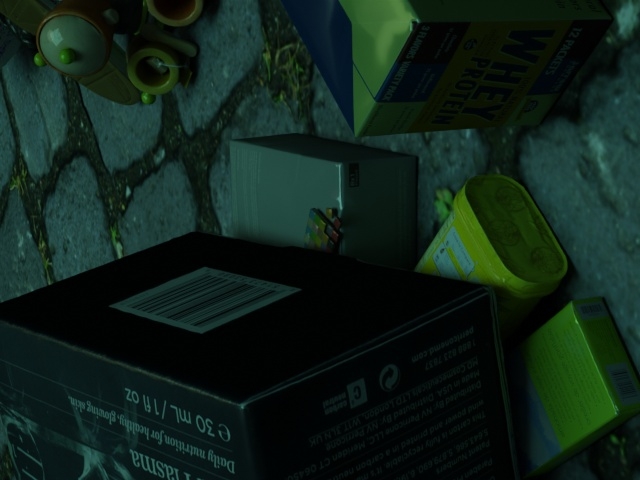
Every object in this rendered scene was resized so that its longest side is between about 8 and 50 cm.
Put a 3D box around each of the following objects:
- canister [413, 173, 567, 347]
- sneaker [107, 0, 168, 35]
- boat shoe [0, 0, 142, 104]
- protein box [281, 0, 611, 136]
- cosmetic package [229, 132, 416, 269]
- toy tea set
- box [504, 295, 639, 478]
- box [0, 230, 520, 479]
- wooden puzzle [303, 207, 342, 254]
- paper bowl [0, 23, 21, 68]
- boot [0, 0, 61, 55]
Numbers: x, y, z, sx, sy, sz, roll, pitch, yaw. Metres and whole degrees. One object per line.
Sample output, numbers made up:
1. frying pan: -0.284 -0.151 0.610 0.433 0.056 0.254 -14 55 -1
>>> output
1. canister: 0.145 0.039 1.291 0.126 0.073 0.170 64 145 29
2. sneaker: -0.302 -0.398 1.890 0.300 0.121 0.111 63 143 30
3. boat shoe: -0.341 -0.306 1.923 0.277 0.096 0.098 43 144 -17
4. protein box: 0.098 -0.210 1.196 0.199 0.201 0.136 63 143 29
5. cosmetic package: -0.002 -0.042 1.491 0.238 0.107 0.127 18 112 53
6. toy tea set: -0.229 -0.310 1.707 0.124 0.200 0.336 -80 12 -53
7. box: 0.208 0.138 1.236 0.178 0.042 0.109 -49 54 51
8. box: -0.061 0.274 1.352 0.480 0.297 0.471 9 116 51
9. wooden puzzle: 0.000 0.000 1.396 0.049 0.006 0.083 47 136 40
10. paper bowl: -0.592 -0.395 2.271 0.284 0.148 0.284 -4 80 24
11. boot: -0.417 -0.469 2.027 0.260 0.131 0.348 35 118 33
